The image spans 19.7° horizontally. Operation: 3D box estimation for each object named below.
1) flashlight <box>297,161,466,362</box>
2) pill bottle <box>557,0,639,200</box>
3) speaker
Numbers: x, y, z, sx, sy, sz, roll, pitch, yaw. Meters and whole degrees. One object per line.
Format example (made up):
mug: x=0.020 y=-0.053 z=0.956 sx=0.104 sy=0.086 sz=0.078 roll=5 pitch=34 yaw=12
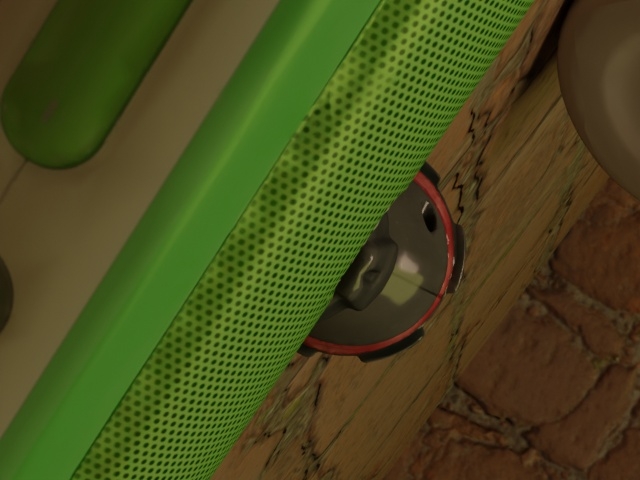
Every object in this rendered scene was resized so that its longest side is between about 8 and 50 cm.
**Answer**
flashlight: x=0.000 y=0.000 z=0.691 sx=0.103 sy=0.103 sz=0.304 roll=-20 pitch=177 yaw=4
pill bottle: x=0.362 y=-0.204 z=1.328 sx=0.408 sy=0.229 sz=0.229 roll=-47 pitch=168 yaw=-34
speaker: x=-0.038 y=-0.034 z=0.372 sx=0.296 sy=0.131 sz=0.131 roll=-56 pitch=170 yaw=14
